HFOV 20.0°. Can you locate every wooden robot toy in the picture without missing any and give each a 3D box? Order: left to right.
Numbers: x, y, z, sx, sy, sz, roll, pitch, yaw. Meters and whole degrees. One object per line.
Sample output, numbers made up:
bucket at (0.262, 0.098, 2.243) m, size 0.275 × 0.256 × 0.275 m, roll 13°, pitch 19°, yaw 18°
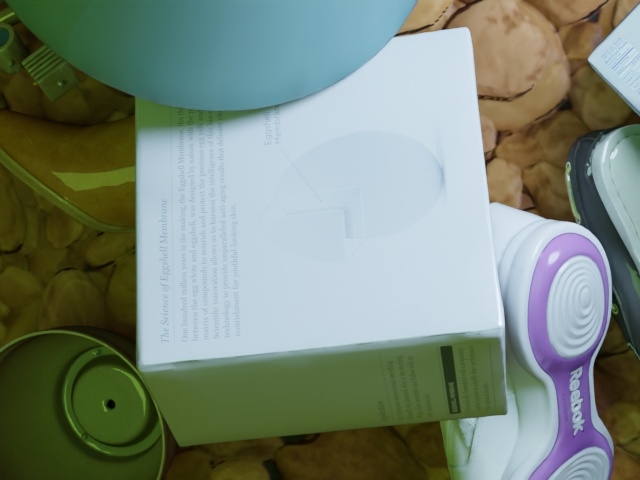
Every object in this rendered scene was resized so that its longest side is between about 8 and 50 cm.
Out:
wooden robot toy at (-0.236, -0.183, 1.344) m, size 0.076 × 0.079 × 0.173 m, roll -24°, pitch 59°, yaw 5°

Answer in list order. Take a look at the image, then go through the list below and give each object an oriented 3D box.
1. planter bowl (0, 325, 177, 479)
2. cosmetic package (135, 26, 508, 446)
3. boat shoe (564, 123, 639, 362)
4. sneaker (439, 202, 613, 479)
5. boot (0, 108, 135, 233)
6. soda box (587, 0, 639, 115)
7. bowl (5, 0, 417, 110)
planter bowl at (-0.177, 0.137, 1.404) m, size 0.162 × 0.109 × 0.162 m, roll 3°, pitch 100°, yaw 16°
cosmetic package at (0.000, 0.000, 1.189) m, size 0.225 × 0.138 × 0.224 m, roll -5°, pitch 61°, yaw 4°
boat shoe at (0.238, 0.026, 1.291) m, size 0.081 × 0.069 × 0.227 m, roll -23°, pitch 99°, yaw -21°
sneaker at (0.135, 0.112, 1.328) m, size 0.152 × 0.114 × 0.305 m, roll 26°, pitch 121°, yaw 46°
boot at (-0.092, -0.092, 1.353) m, size 0.295 × 0.104 × 0.211 m, roll 30°, pitch 101°, yaw 4°
soda box at (0.311, -0.196, 1.212) m, size 0.091 × 0.098 × 0.286 m, roll 44°, pitch 108°, yaw 3°
bowl at (-0.059, -0.250, 1.106) m, size 0.312 × 0.163 × 0.311 m, roll 3°, pitch 74°, yaw -10°
